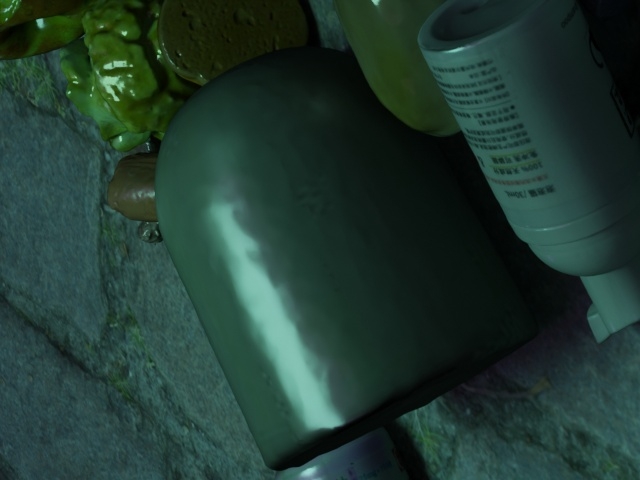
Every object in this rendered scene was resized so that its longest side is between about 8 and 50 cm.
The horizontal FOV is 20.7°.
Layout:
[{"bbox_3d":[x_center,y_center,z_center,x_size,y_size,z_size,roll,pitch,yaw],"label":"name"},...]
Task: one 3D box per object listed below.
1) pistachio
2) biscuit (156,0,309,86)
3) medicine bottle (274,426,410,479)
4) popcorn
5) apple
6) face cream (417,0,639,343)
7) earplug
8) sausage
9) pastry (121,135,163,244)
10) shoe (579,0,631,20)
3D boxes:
[{"bbox_3d":[0.108,-0.245,1.674,0.197,0.166,0.288,-5,118,33],"label":"pistachio"},{"bbox_3d":[-0.094,-0.240,1.957,0.050,0.170,0.170,175,74,-79],"label":"biscuit"},{"bbox_3d":[0.029,0.295,2.076,0.152,0.152,0.255,-29,86,55],"label":"medicine bottle"},{"bbox_3d":[-0.197,-0.205,2.051,0.183,0.221,0.204,-10,69,21],"label":"popcorn"},{"bbox_3d":[-0.382,-0.352,2.181,0.246,0.246,0.226,-41,65,54],"label":"apple"},{"bbox_3d":[0.231,-0.062,1.607,0.145,0.145,0.370,5,133,52],"label":"face cream"},{"bbox_3d":[0.000,0.000,1.813,0.394,0.312,0.312,62,145,8],"label":"earplug"},{"bbox_3d":[-0.119,-0.059,2.055,0.289,0.086,0.086,3,113,25],"label":"sausage"},{"bbox_3d":[-0.209,-0.128,2.200,0.103,0.112,0.265,148,109,-65],"label":"pastry"},{"bbox_3d":[0.233,-0.321,1.519,0.137,0.095,0.245,37,142,32],"label":"shoe"}]
